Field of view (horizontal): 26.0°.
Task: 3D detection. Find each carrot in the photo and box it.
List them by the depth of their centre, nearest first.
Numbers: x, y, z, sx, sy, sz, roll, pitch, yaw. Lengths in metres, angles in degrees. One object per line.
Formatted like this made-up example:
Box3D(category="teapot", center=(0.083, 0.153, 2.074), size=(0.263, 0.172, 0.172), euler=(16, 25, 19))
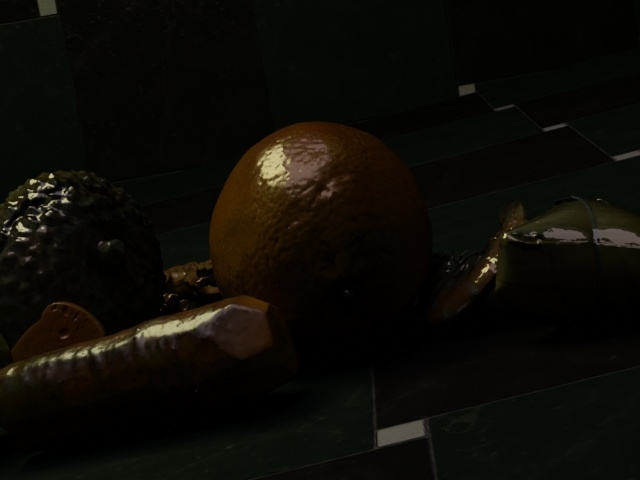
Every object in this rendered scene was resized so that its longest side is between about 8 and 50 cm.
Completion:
Box3D(category="carrot", center=(-0.175, 0.138, 1.410), size=(0.301, 0.114, 0.114), euler=(-15, 10, 13))

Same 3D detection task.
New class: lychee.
Box3D(category="lychee", center=(-0.316, 0.042, 1.709), size=(0.255, 0.255, 0.274), euler=(-24, 10, -41))

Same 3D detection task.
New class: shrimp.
Box3D(category="shrimp", center=(0.166, 0.015, 1.558), size=(0.169, 0.058, 0.296), euler=(-47, 9, 7))

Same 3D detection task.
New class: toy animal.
Box3D(category="toy animal", center=(-0.173, 0.052, 2.012), size=(0.149, 0.054, 0.275), euler=(-11, 10, 7))

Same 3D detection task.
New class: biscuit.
Box3D(category="biscuit", center=(-0.294, 0.146, 1.562), size=(0.140, 0.118, 0.023), euler=(-48, -10, -7))

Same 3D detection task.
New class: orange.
Box3D(category="orange", center=(0.000, 0.000, 1.514), size=(0.264, 0.264, 0.264), euler=(-15, 10, 3))

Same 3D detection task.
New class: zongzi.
Box3D(category="zongzi", center=(0.322, 0.011, 1.387), size=(0.256, 0.115, 0.228), euler=(-3, 10, 24))

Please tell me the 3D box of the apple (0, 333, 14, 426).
Box3D(category="apple", center=(-0.425, 0.152, 1.489), size=(0.196, 0.196, 0.157), euler=(-13, -16, 13))
